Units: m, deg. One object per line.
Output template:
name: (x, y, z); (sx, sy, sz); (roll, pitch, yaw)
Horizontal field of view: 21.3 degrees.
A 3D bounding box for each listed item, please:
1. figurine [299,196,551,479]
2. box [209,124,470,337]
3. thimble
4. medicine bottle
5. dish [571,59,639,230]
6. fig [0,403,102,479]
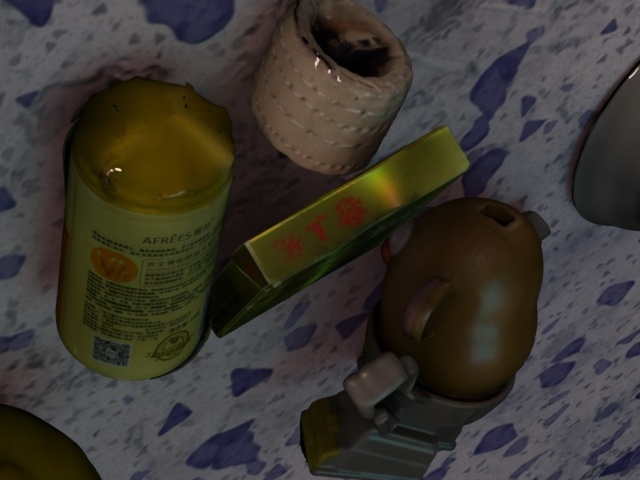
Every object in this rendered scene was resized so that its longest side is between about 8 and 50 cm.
figurine: (0.110, 0.082, 1.570); (0.343, 0.167, 0.285); (-72, -172, -50)
box: (0.000, 0.000, 1.330); (0.173, 0.043, 0.311); (-31, 177, -14)
thimble: (0.008, -0.115, 1.235); (0.102, 0.115, 0.090); (-14, 143, -41)
medicine bottle: (-0.128, -0.010, 1.230); (0.124, 0.124, 0.239); (-21, 146, -27)
dish: (0.402, -0.103, 1.694); (0.316, 0.106, 0.316); (-27, 148, -18)
fig: (-0.263, 0.230, 1.336); (0.207, 0.207, 0.230); (-33, 168, -8)
